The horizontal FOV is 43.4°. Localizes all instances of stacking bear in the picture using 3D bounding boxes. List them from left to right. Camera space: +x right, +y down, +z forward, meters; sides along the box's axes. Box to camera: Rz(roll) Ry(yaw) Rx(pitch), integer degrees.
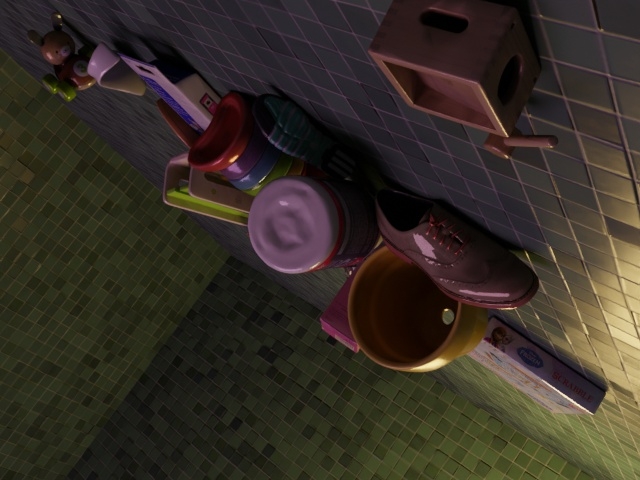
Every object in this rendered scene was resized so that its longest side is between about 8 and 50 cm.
[{"bbox_3d":[-0.101,-0.154,1.683,0.289,0.175,0.164,31,-178,-35],"label":"stacking bear"}]

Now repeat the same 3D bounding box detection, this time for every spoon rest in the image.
[{"bbox_3d":[-0.479,-0.396,1.870,0.137,0.084,0.276,46,-177,-2],"label":"spoon rest"}]

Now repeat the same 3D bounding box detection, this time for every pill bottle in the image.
[{"bbox_3d":[0.012,-0.033,1.546,0.176,0.176,0.318,32,-165,22],"label":"pill bottle"}]

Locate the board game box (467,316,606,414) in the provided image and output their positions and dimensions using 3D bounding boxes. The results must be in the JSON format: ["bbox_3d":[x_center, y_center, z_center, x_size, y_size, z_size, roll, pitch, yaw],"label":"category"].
[{"bbox_3d":[0.517,0.321,2.028,0.318,0.066,0.318,35,170,5],"label":"board game box"}]

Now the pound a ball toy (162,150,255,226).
[{"bbox_3d":[-0.182,-0.130,1.919,0.319,0.136,0.208,15,163,-39],"label":"pound a ball toy"}]

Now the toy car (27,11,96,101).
[{"bbox_3d":[-0.661,-0.485,2.068,0.149,0.155,0.188,28,155,39],"label":"toy car"}]

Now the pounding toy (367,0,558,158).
[{"bbox_3d":[0.180,-0.166,0.841,0.181,0.094,0.206,24,175,31],"label":"pounding toy"}]

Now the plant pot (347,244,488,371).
[{"bbox_3d":[0.219,0.144,1.629,0.254,0.254,0.239,29,-176,35],"label":"plant pot"}]

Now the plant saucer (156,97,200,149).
[{"bbox_3d":[-0.328,-0.281,2.008,0.200,0.037,0.200,50,-173,-9],"label":"plant saucer"}]

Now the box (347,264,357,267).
[{"bbox_3d":[-0.040,-0.015,2.124,0.216,0.060,0.270,-3,148,33],"label":"box"}]

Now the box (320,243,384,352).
[{"bbox_3d":[0.116,0.150,2.070,0.117,0.243,0.213,33,169,9],"label":"box"}]

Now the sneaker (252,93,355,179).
[{"bbox_3d":[-0.042,-0.188,1.507,0.223,0.083,0.098,38,175,-16],"label":"sneaker"}]

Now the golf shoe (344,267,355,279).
[{"bbox_3d":[0.112,0.097,2.273,0.094,0.077,0.198,52,-176,38],"label":"golf shoe"}]

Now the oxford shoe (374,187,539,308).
[{"bbox_3d":[0.222,0.011,1.425,0.348,0.123,0.130,27,161,38],"label":"oxford shoe"}]

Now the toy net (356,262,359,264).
[{"bbox_3d":[0.000,0.000,2.025,0.232,0.045,0.122,20,166,-1],"label":"toy net"}]

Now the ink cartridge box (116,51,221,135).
[{"bbox_3d":[-0.280,-0.305,1.810,0.175,0.069,0.371,27,170,45],"label":"ink cartridge box"}]

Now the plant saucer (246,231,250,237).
[{"bbox_3d":[-0.107,0.006,2.057,0.168,0.029,0.168,22,172,3],"label":"plant saucer"}]
